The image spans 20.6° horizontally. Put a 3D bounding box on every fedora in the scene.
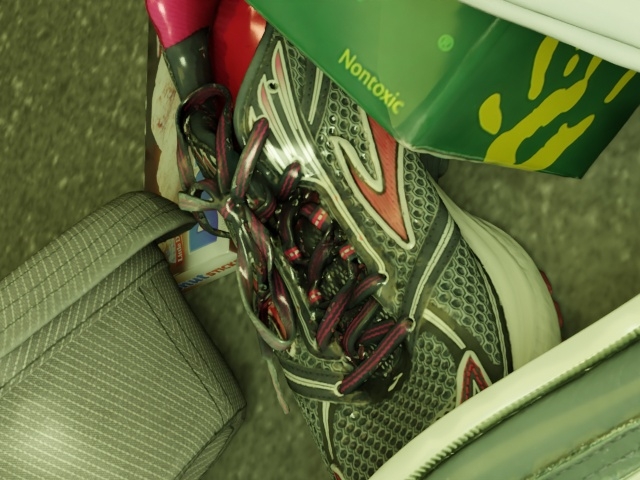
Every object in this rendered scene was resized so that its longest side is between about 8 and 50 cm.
[{"bbox_3d":[-0.136,0.099,0.763,0.275,0.244,0.124,-37,91,18],"label":"fedora"}]

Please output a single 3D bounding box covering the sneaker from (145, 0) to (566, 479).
[{"bbox_3d":[0.000,0.000,0.707,0.121,0.112,0.299,-44,47,26],"label":"sneaker"}]

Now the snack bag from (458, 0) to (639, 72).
[{"bbox_3d":[0.212,-0.172,0.428,0.323,0.037,0.342,24,91,28],"label":"snack bag"}]

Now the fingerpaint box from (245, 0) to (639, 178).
[{"bbox_3d":[0.023,-0.305,0.657,0.445,0.163,0.371,45,109,23],"label":"fingerpaint box"}]

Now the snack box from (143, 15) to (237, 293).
[{"bbox_3d":[-0.059,-0.063,0.866,0.064,0.022,0.178,-23,58,39],"label":"snack box"}]

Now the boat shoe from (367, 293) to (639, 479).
[{"bbox_3d":[0.106,0.091,0.551,0.319,0.116,0.099,-43,46,18],"label":"boat shoe"}]
